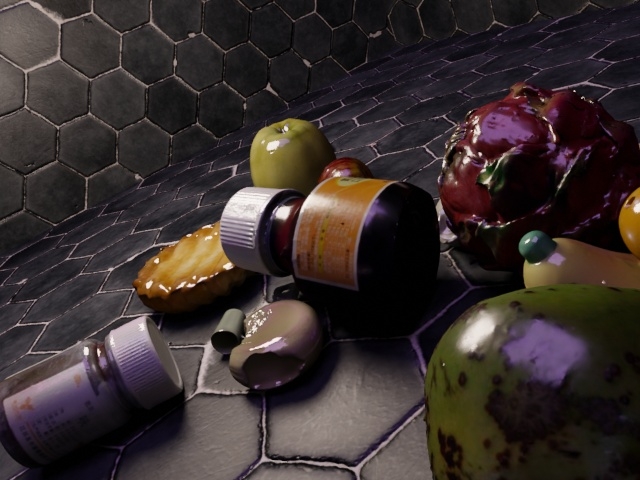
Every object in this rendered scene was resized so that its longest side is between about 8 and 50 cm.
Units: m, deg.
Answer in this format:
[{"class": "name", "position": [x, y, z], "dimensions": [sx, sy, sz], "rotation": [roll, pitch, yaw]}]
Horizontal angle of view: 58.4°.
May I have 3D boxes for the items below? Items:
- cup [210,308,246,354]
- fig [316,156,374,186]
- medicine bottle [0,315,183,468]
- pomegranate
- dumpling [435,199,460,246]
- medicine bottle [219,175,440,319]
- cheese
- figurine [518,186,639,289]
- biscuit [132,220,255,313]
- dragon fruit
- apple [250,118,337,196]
[{"class": "cup", "position": [-0.164, 0.170, 1.098], "dimensions": [0.075, 0.054, 0.083], "rotation": [-17, 22, 15]}, {"class": "fig", "position": [0.054, -0.132, 1.428], "dimensions": [0.202, 0.148, 0.149], "rotation": [4, 34, 48]}, {"class": "medicine bottle", "position": [-0.393, 0.255, 0.983], "dimensions": [0.273, 0.165, 0.165], "rotation": [-25, 24, -8]}, {"class": "pomegranate", "position": [0.216, 0.181, 0.543], "dimensions": [0.285, 0.285, 0.341], "rotation": [-31, -5, -19]}, {"class": "dumpling", "position": [0.284, -0.042, 1.105], "dimensions": [0.127, 0.108, 0.188], "rotation": [14, 37, 18]}, {"class": "medicine bottle", "position": [0.000, 0.000, 1.028], "dimensions": [0.395, 0.242, 0.242], "rotation": [8, 36, 32]}, {"class": "cheese", "position": [-0.073, 0.153, 1.029], "dimensions": [0.163, 0.082, 0.286], "rotation": [-18, 21, 7]}, {"class": "figurine", "position": [0.414, 0.026, 0.686], "dimensions": [0.324, 0.222, 0.124], "rotation": [-11, 23, 25]}, {"class": "biscuit", "position": [-0.278, 0.064, 1.363], "dimensions": [0.326, 0.107, 0.326], "rotation": [-19, 27, 10]}, {"class": "dragon fruit", "position": [0.343, -0.084, 0.897], "dimensions": [0.329, 0.329, 0.329], "rotation": [-19, 24, 9]}, {"class": "apple", "position": [-0.076, -0.213, 1.623], "dimensions": [0.262, 0.262, 0.262], "rotation": [-19, 24, 9]}]
